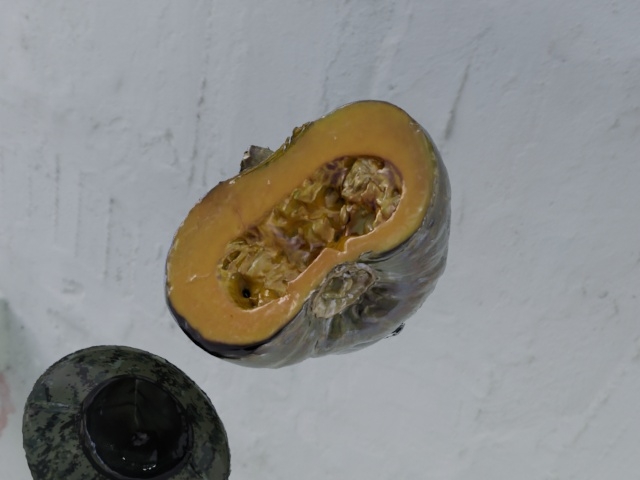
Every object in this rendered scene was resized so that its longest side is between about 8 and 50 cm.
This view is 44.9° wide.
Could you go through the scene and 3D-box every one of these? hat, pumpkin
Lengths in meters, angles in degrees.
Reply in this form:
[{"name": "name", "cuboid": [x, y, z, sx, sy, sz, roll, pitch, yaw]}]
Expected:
[{"name": "hat", "cuboid": [-0.212, 0.212, 0.914, 0.266, 0.128, 0.265, 3, -66, 6]}, {"name": "pumpkin", "cuboid": [0.000, 0.000, 0.863, 0.325, 0.232, 0.242, -32, -113, 11]}]

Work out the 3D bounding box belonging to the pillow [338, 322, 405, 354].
[{"name": "pillow", "cuboid": [0.002, 0.130, 1.209, 0.162, 0.335, 0.092, -17, -108, 39]}]
